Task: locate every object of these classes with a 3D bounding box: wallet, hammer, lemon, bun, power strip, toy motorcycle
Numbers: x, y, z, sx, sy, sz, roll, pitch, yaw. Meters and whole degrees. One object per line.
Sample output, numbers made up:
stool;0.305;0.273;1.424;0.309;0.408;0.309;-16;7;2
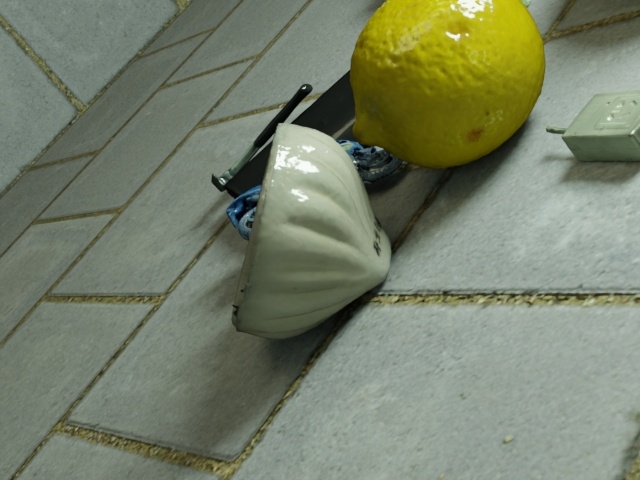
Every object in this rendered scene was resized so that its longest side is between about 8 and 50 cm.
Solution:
wallet;0.036;-0.186;1.693;0.406;0.062;0.228;-42;23;-7
hammer;-0.095;-0.165;1.768;0.246;0.029;0.103;-46;-6;32
lemon;0.151;-0.202;1.338;0.253;0.228;0.228;-52;25;-14
bun;0.000;0.000;1.297;0.263;0.175;0.263;-168;90;-86
power strip;0.309;-0.124;1.184;0.075;0.042;0.175;-50;25;-19
toy motorcycle;-0.010;-0.076;1.515;0.255;0.092;0.135;-26;28;1

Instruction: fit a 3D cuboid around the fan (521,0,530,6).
fan;0.251;-0.362;1.746;0.240;0.009;0.131;-9;36;51
